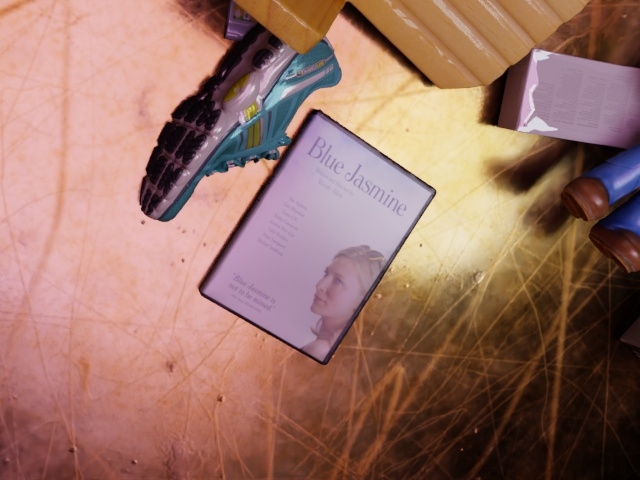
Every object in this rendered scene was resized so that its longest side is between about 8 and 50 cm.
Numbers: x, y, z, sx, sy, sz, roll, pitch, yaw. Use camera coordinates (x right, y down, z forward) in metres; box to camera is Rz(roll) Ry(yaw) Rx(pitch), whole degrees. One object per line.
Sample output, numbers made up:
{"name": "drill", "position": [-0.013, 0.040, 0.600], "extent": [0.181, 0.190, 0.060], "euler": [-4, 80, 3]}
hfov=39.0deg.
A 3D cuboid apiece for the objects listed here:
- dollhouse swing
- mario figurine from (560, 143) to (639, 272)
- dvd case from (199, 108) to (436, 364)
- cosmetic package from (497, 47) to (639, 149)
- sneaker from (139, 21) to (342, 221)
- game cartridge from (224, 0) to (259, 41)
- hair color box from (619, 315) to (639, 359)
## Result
{"name": "dollhouse swing", "position": [0.142, -0.282, 0.852], "extent": [0.347, 0.315, 0.305], "euler": [-38, 105, 24]}
{"name": "mario figurine", "position": [0.434, -0.108, 1.002], "extent": [0.320, 0.170, 0.198], "euler": [-42, 143, 4]}
{"name": "dvd case", "position": [0.000, 0.000, 1.058], "extent": [0.180, 0.022, 0.253], "euler": [32, 92, -18]}
{"name": "cosmetic package", "position": [0.339, -0.164, 1.091], "extent": [0.239, 0.060, 0.099], "euler": [7, 98, -16]}
{"name": "sneaker", "position": [-0.085, -0.117, 0.975], "extent": [0.275, 0.107, 0.110], "euler": [-46, 125, 3]}
{"name": "game cartridge", "position": [-0.073, -0.259, 0.992], "extent": [0.056, 0.017, 0.083], "euler": [5, 100, -19]}
{"name": "hair color box", "position": [0.578, 0.223, 1.140], "extent": [0.374, 0.185, 0.113], "euler": [42, 88, -10]}
